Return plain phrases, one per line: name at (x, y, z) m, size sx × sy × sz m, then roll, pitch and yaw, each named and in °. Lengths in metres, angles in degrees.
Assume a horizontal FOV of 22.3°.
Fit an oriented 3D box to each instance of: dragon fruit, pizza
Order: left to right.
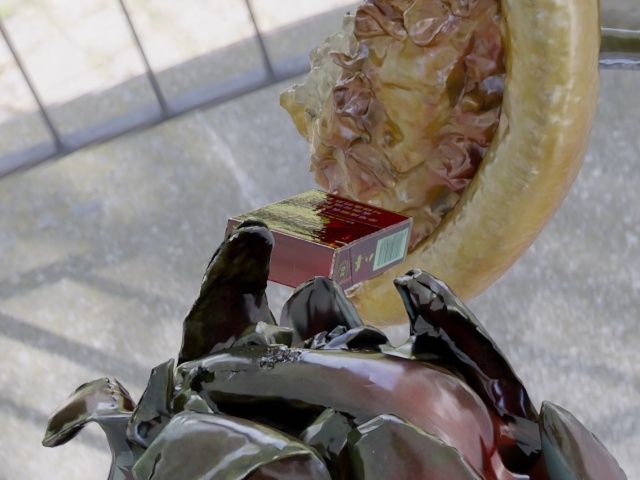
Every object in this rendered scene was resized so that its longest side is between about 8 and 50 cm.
dragon fruit at (0.007, 0.112, 0.426) m, size 0.182 × 0.188 × 0.182 m, roll -10°, pitch 52°, yaw 14°
pizza at (0.062, -0.068, 0.938) m, size 0.182 × 0.365 × 0.074 m, roll 43°, pitch 52°, yaw 9°

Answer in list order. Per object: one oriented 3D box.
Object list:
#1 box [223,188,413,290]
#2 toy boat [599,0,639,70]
box at (0.000, 0.000, 0.695) m, size 0.051 × 0.023 × 0.082 m, roll 15°, pitch 17°, yaw 23°
toy boat at (0.146, -0.185, 1.012) m, size 0.293 × 0.276 × 0.111 m, roll -14°, pitch 44°, yaw 15°
